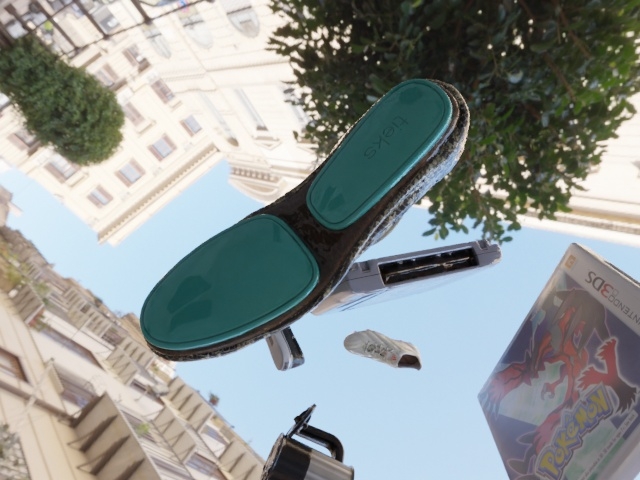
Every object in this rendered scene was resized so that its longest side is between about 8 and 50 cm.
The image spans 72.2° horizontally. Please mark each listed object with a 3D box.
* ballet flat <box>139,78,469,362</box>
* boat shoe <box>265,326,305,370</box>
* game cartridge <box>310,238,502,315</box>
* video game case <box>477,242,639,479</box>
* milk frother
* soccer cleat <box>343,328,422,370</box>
[{"bbox_3d":[0.000,0.000,0.577,0.483,0.182,0.164,-41,-118,3],"label":"ballet flat"},{"bbox_3d":[-0.064,0.140,0.687,0.049,0.040,0.142,-62,-141,37],"label":"boat shoe"},{"bbox_3d":[0.131,0.066,0.745,0.297,0.198,0.062,-9,-110,-25],"label":"game cartridge"},{"bbox_3d":[0.210,0.119,0.373,0.183,0.023,0.201,-76,-173,-71],"label":"video game case"},{"bbox_3d":[-0.005,0.351,0.707,0.143,0.135,0.129,-60,-175,50],"label":"milk frother"},{"bbox_3d":[0.149,0.258,1.024,0.076,0.196,0.068,-113,-140,-65],"label":"soccer cleat"}]
